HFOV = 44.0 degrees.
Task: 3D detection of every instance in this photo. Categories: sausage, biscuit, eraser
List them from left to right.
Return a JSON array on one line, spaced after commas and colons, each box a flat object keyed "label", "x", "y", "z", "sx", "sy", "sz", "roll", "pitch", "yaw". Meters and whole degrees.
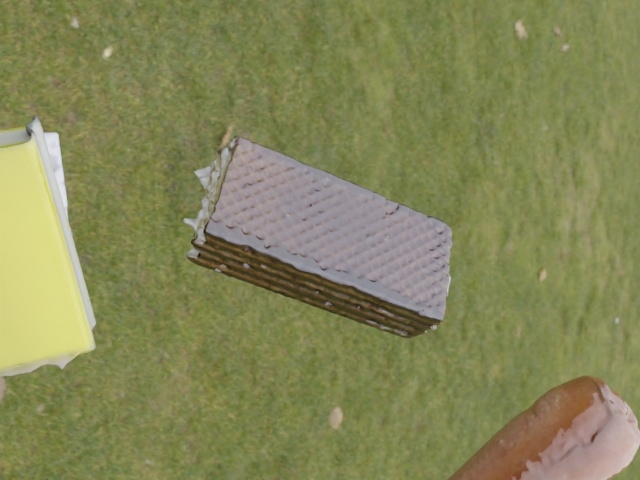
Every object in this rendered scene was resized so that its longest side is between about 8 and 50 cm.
[{"label": "eraser", "x": -0.305, "y": 0.016, "z": 0.716, "sx": 0.158, "sy": 0.069, "sz": 0.226, "roll": -14, "pitch": 114, "yaw": -12}, {"label": "biscuit", "x": 0.000, "y": 0.000, "z": 0.724, "sx": 0.252, "sy": 0.070, "sz": 0.106, "roll": 22, "pitch": 58, "yaw": -16}, {"label": "sausage", "x": 0.104, "y": 0.276, "z": 0.694, "sx": 0.094, "sy": 0.094, "sz": 0.419, "roll": 43, "pitch": 96, "yaw": -14}]

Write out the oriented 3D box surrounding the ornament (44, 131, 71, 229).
[{"label": "ornament", "x": -0.611, "y": -0.053, "z": 1.476, "sx": 0.239, "sy": 0.240, "sz": 0.239, "roll": -7, "pitch": 84, "yaw": -26}]
